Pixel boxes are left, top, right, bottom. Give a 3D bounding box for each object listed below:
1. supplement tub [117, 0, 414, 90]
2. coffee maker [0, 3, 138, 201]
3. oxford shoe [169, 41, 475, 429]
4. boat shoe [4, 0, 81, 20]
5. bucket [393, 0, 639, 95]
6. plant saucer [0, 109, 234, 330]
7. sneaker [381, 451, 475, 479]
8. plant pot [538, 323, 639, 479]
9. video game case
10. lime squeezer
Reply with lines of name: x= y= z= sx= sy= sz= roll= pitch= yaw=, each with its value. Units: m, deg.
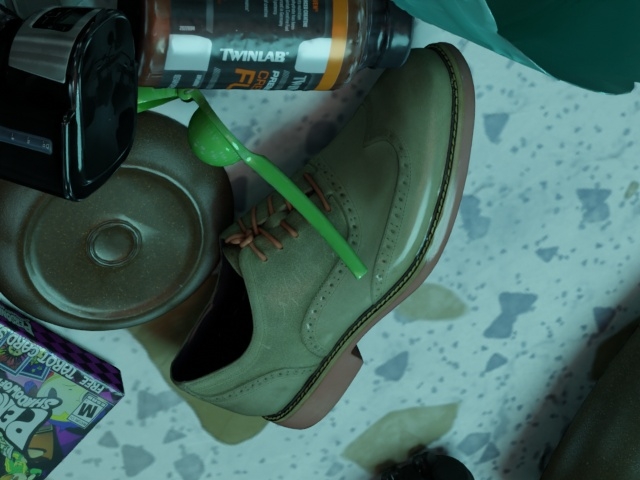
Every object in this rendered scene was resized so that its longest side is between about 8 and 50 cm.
supplement tub: x=-0.037 y=-0.156 z=1.206 sx=0.198 sy=0.106 sz=0.106 roll=-1 pitch=122 yaw=-16
coffee maker: x=-0.216 y=-0.092 z=1.152 sx=0.178 sy=0.120 sz=0.171 roll=16 pitch=145 yaw=16
oxford shoe: x=0.000 y=0.000 z=1.299 sx=0.130 sy=0.123 sz=0.348 roll=12 pitch=117 yaw=-31
boat shoe: x=-0.222 y=-0.221 z=1.141 sx=0.063 sy=0.066 sz=0.184 roll=-27 pitch=135 yaw=0
bucket: x=0.156 y=-0.243 z=1.120 sx=0.281 sy=0.183 sz=0.281 roll=-8 pitch=107 yaw=-26
plant saucer: x=-0.159 y=-0.005 z=1.309 sx=0.199 sy=0.036 sz=0.198 roll=-8 pitch=123 yaw=-13
sneaker: x=0.023 y=0.298 z=1.517 sx=0.276 sy=0.097 sz=0.135 roll=-25 pitch=123 yaw=-2
plant pot: x=0.304 y=0.176 z=1.479 sx=0.215 sy=0.215 sz=0.230 roll=10 pitch=104 yaw=-22
video game case: x=-0.306 y=0.129 z=1.345 sx=0.232 sy=0.042 sz=0.210 roll=35 pitch=108 yaw=-32
lime squeezer: x=-0.104 y=-0.063 z=1.232 sx=0.310 sy=0.110 sz=0.059 roll=15 pitch=163 yaw=-3
